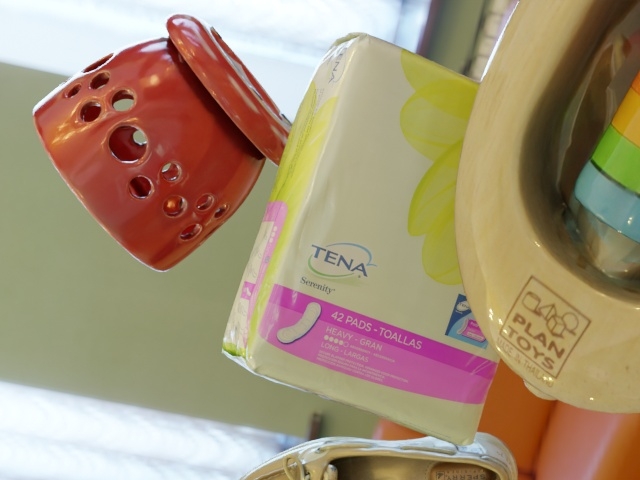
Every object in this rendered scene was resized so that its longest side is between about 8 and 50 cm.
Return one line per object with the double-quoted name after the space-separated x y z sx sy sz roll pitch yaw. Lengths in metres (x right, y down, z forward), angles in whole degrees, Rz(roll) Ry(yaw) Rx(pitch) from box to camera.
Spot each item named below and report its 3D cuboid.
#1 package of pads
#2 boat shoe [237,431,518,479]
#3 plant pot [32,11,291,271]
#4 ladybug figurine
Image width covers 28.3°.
0.063 -0.003 1.073 0.297 0.229 0.101 -70 18 -4 "package of pads"
0.042 0.235 1.205 0.089 0.285 0.105 18 -122 -78 "boat shoe"
-0.134 -0.096 1.134 0.174 0.191 0.191 -39 13 7 "plant pot"
0.269 -0.075 0.911 0.162 0.305 0.449 -11 -45 -57 "ladybug figurine"
